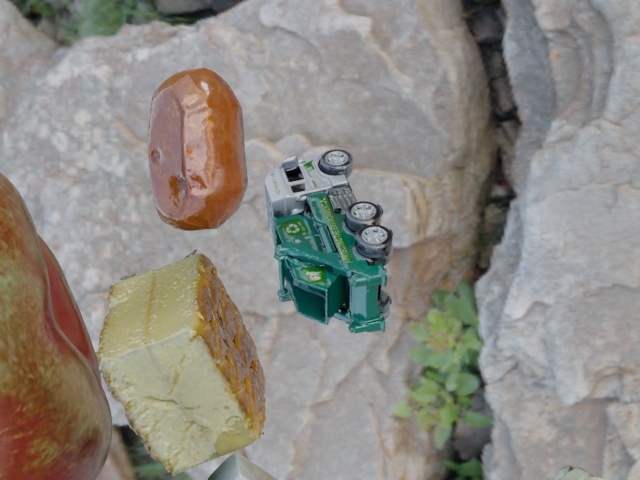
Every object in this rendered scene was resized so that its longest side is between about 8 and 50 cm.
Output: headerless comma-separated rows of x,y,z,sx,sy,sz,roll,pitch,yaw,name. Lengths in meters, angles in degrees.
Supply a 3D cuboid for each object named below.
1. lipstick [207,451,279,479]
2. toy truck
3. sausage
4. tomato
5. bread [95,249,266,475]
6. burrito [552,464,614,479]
-0.035,0.503,1.741,0.080,0.371,0.076,-45,24,10,lipstick
0.000,0.000,1.054,0.216,0.116,0.110,-112,16,-46,toy truck
-0.203,-0.149,1.635,0.153,0.141,0.268,-1,91,41,sausage
-0.267,0.082,0.655,0.270,0.222,0.270,158,90,-83,tomato
-0.234,0.212,1.746,0.207,0.279,0.279,-22,116,5,bread
0.315,0.413,1.075,0.332,0.135,0.190,57,155,10,burrito
